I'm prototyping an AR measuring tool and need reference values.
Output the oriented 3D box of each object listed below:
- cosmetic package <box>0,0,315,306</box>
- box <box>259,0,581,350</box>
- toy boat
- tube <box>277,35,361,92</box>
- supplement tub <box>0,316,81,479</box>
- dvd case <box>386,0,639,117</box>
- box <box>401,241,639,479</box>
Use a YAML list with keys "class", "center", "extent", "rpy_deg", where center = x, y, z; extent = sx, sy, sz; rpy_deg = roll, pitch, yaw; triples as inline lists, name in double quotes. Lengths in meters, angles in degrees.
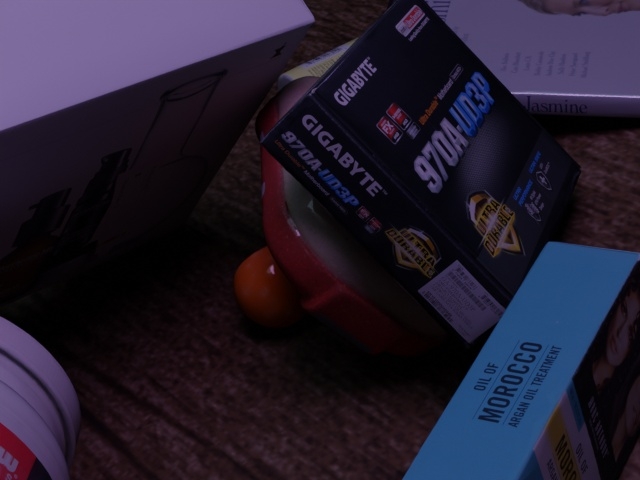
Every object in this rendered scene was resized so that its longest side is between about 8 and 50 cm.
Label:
- class: "cosmetic package"
  center: [-0.217, -0.045, 0.958]
  extent: [0.377, 0.284, 0.097]
  rpy_deg: [-25, 73, -34]
- class: "box"
  center: [0.073, -0.052, 0.928]
  extent: [0.051, 0.175, 0.220]
  rpy_deg: [-41, 6, 31]
- class: "toy boat"
  center: [0.000, 0.000, 0.996]
  extent: [0.151, 0.151, 0.231]
  rpy_deg: [-42, 28, 24]
- class: "tube"
  center: [0.081, -0.157, 1.215]
  extent: [0.240, 0.062, 0.070]
  rpy_deg: [-29, 78, -19]
- class: "supplement tub"
  center: [-0.250, 0.180, 0.818]
  extent: [0.191, 0.191, 0.272]
  rpy_deg: [-9, 37, 18]
- class: "dvd case"
  center: [0.170, -0.155, 1.139]
  extent: [0.253, 0.022, 0.180]
  rpy_deg: [3, 40, 12]
- class: "box"
  center: [0.109, 0.117, 0.785]
  extent: [0.060, 0.101, 0.244]
  rpy_deg: [8, 45, 34]
